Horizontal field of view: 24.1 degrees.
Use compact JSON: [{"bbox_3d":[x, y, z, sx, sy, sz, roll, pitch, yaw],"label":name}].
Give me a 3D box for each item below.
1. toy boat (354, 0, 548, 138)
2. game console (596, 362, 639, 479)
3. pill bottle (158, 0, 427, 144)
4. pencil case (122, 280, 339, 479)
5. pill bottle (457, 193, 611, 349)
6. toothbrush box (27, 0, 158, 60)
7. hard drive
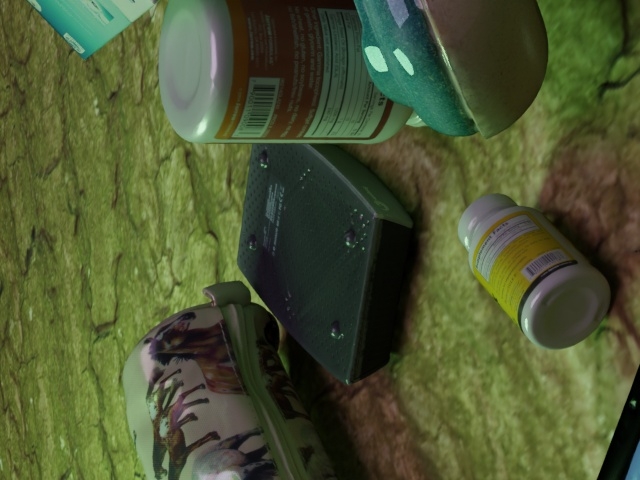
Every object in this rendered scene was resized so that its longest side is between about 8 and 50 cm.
[{"bbox_3d":[0.029,-0.219,0.938,0.318,0.148,0.267,56,-163,-52],"label":"toy boat"},{"bbox_3d":[0.241,0.062,0.836,0.213,0.044,0.361,-127,42,-50],"label":"game console"},{"bbox_3d":[-0.003,-0.132,1.124,0.121,0.216,0.121,6,97,63],"label":"pill bottle"},{"bbox_3d":[-0.048,0.233,1.299,0.183,0.160,0.410,-53,45,31],"label":"pencil case"},{"bbox_3d":[0.140,0.017,1.015,0.116,0.065,0.065,-125,41,-50],"label":"pill bottle"},{"bbox_3d":[-0.125,-0.271,1.147,0.126,0.216,0.295,46,165,-11],"label":"toothbrush box"},{"bbox_3d":[0.000,0.000,1.312,0.255,0.054,0.172,-137,50,-56],"label":"hard drive"}]
